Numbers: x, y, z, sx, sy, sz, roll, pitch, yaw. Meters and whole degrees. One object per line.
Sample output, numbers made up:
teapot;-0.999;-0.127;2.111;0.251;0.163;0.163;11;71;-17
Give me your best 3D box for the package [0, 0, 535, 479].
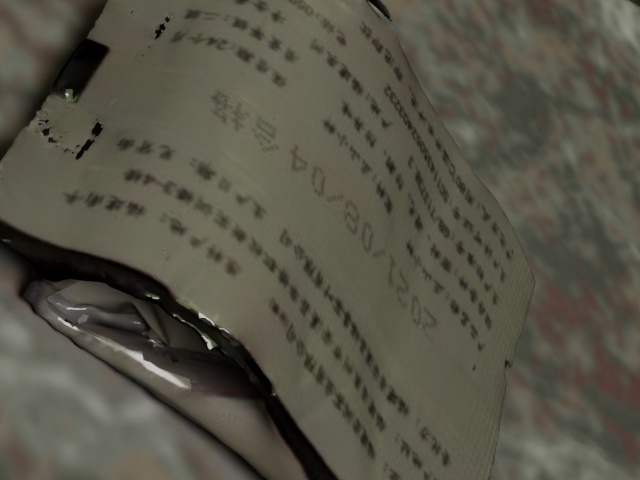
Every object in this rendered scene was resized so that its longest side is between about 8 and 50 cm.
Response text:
package;0.000;0.000;0.658;0.251;0.062;0.204;43;46;-21
